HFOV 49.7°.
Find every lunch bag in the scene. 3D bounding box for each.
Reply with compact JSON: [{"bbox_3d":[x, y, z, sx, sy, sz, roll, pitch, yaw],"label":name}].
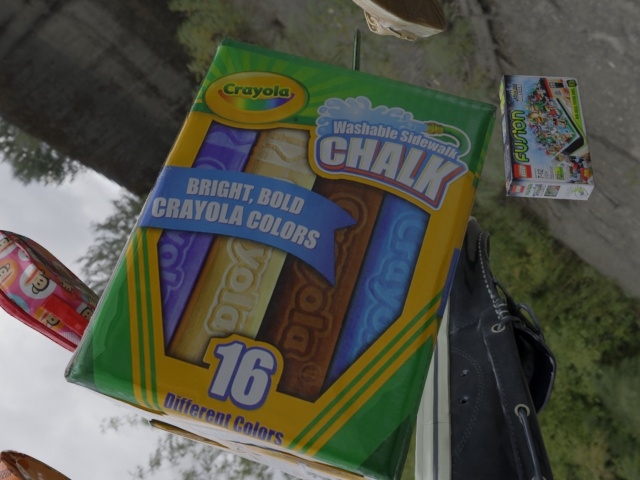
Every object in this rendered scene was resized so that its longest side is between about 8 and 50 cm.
[{"bbox_3d":[-0.498,0.119,1.313,0.258,0.120,0.293,30,165,40],"label":"lunch bag"}]

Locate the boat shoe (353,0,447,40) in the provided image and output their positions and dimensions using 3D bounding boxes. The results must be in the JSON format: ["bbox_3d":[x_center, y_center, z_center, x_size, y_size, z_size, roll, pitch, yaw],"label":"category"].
[{"bbox_3d":[0.080,-0.262,0.793,0.170,0.059,0.063,3,-109,-49],"label":"boat shoe"}]

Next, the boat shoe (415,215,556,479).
[{"bbox_3d":[0.199,0.152,0.838,0.500,0.156,0.187,-76,-17,-51],"label":"boat shoe"}]

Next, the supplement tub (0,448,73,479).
[{"bbox_3d":[-0.358,0.385,0.683,0.193,0.316,0.193,32,164,10],"label":"supplement tub"}]

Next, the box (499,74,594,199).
[{"bbox_3d":[0.323,-0.153,1.002,0.036,0.114,0.207,88,-173,-57],"label":"box"}]

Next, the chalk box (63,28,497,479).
[{"bbox_3d":[0.000,0.000,0.460,0.179,0.289,0.180,17,159,9],"label":"chalk box"}]
